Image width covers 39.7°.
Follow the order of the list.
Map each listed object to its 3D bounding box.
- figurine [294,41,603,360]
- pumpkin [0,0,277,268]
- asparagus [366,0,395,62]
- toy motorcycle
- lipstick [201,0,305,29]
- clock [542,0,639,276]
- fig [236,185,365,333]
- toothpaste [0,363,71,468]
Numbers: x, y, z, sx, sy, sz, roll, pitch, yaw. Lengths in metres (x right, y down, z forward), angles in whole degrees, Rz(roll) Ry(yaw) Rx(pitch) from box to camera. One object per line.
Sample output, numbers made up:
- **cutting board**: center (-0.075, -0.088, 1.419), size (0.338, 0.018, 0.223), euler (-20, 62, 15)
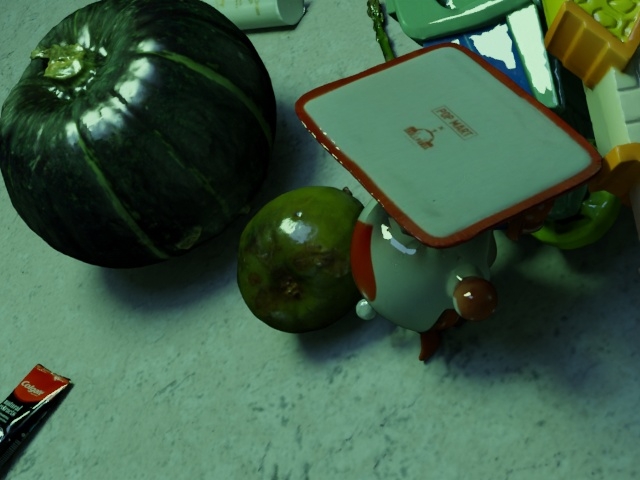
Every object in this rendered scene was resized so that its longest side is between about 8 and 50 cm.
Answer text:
- **figurine**: center (0.087, 0.000, 0.704), size (0.160, 0.226, 0.183), euler (-23, 51, -21)
- **pumpkin**: center (-0.202, -0.122, 0.984), size (0.323, 0.241, 0.323), euler (-14, 53, 20)
- **asparagus**: center (0.078, -0.220, 1.032), size (0.023, 0.022, 0.233), euler (113, 155, -43)
- **toy motorcycle**: center (0.159, -0.137, 0.805), size (0.200, 0.191, 0.326), euler (-16, 65, 35)
- **lipstick**: center (-0.139, -0.323, 1.247), size (0.264, 0.059, 0.059), euler (5, 58, 39)
- **clock**: center (0.283, -0.111, 0.625), size (0.220, 0.106, 0.255), euler (-10, 79, 2)
- **fig**: center (-0.017, -0.003, 0.842), size (0.185, 0.126, 0.133), euler (-102, 30, -53)
- **toothpaste**: center (-0.352, 0.217, 0.956), size (0.071, 0.045, 0.193), euler (15, 59, 42)
